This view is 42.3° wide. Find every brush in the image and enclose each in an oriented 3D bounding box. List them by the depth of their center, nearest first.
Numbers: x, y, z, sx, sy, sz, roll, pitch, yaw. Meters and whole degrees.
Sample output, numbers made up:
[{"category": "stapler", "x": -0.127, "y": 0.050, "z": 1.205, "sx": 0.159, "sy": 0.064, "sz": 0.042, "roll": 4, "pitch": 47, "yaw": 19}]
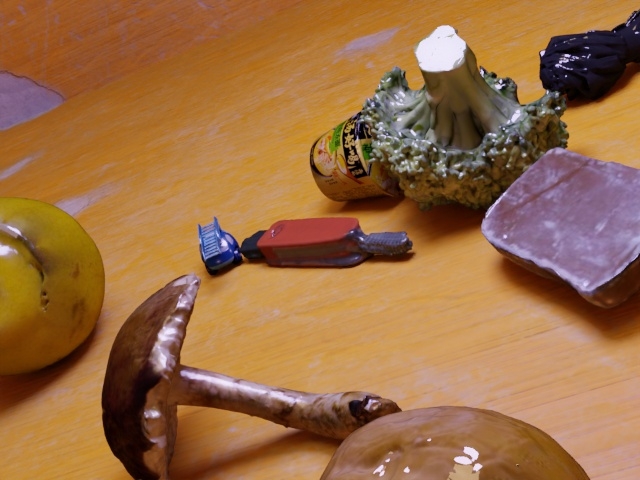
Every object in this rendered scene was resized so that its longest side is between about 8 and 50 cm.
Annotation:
[{"category": "brush", "x": 0.000, "y": -0.001, "z": 1.211, "sx": 0.323, "sy": 0.051, "sz": 0.070, "roll": -1, "pitch": 32, "yaw": 41}]

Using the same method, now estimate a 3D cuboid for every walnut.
[{"category": "walnut", "x": 0.090, "y": 0.216, "z": 0.581, "sx": 0.225, "sy": 0.193, "sz": 0.193, "roll": -18, "pitch": 25, "yaw": 38}]

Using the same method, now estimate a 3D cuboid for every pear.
[{"category": "pear", "x": -0.478, "y": 0.061, "z": 1.274, "sx": 0.284, "sy": 0.285, "sz": 0.336, "roll": -33, "pitch": 24, "yaw": -15}]

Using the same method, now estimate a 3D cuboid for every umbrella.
[{"category": "umbrella", "x": 0.507, "y": -0.319, "z": 1.325, "sx": 0.340, "sy": 0.118, "sz": 0.118, "roll": -24, "pitch": 25, "yaw": -11}]

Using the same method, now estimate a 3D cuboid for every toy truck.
[{"category": "toy truck", "x": -0.161, "y": 0.018, "z": 1.296, "sx": 0.063, "sy": 0.074, "sz": 0.136, "roll": -25, "pitch": 26, "yaw": -1}]

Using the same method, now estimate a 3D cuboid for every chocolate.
[{"category": "chocolate", "x": 0.298, "y": -0.007, "z": 0.924, "sx": 0.157, "sy": 0.080, "sz": 0.254, "roll": -44, "pitch": 26, "yaw": -4}]

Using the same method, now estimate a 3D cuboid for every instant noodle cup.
[{"category": "instant noodle cup", "x": 0.065, "y": -0.130, "z": 1.308, "sx": 0.122, "sy": 0.151, "sz": 0.151, "roll": -15, "pitch": 25, "yaw": 43}]

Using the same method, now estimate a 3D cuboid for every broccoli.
[{"category": "broccoli", "x": 0.191, "y": -0.153, "z": 1.140, "sx": 0.287, "sy": 0.236, "sz": 0.260, "roll": -8, "pitch": -5, "yaw": 21}]

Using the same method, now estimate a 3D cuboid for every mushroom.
[{"category": "mushroom", "x": -0.102, "y": 0.189, "z": 0.876, "sx": 0.301, "sy": 0.233, "sz": 0.208, "roll": 36, "pitch": 67, "yaw": 13}]
